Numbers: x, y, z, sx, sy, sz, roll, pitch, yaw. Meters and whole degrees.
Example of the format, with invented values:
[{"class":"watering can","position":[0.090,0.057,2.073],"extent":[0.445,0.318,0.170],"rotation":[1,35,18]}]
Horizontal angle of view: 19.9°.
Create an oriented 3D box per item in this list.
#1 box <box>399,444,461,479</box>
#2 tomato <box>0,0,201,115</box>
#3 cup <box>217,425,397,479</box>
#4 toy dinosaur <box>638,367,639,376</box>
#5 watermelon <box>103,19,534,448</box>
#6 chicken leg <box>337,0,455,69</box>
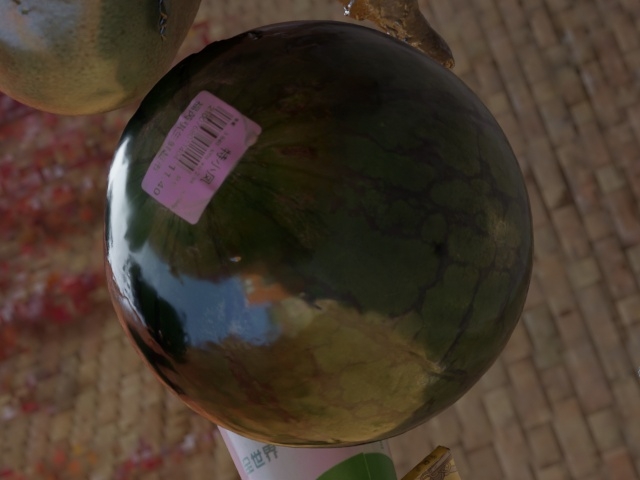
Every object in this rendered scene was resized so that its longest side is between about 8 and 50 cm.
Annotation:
[{"class":"box","position":[0.101,0.302,2.048],"extent":[0.020,0.149,0.073],"rotation":[18,138,49]},{"class":"tomato","position":[-0.223,-0.260,1.606],"extent":[0.239,0.303,0.303],"rotation":[-94,-19,-57]},{"class":"cup","position":[-0.004,0.316,2.555],"extent":[0.253,0.253,0.274],"rotation":[45,-156,-71]},{"class":"toy dinosaur","position":[0.445,0.160,2.309],"extent":[0.039,0.082,0.209],"rotation":[15,94,54]},{"class":"watermelon","position":[0.000,0.000,1.442],"extent":[0.363,0.363,0.363],"rotation":[-21,-90,-82]},{"class":"chicken leg","position":[0.086,-0.256,2.027],"extent":[0.198,0.085,0.069],"rotation":[45,156,-25]}]
